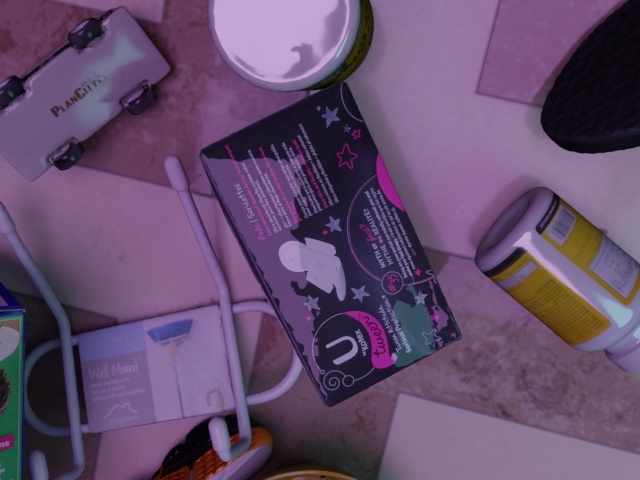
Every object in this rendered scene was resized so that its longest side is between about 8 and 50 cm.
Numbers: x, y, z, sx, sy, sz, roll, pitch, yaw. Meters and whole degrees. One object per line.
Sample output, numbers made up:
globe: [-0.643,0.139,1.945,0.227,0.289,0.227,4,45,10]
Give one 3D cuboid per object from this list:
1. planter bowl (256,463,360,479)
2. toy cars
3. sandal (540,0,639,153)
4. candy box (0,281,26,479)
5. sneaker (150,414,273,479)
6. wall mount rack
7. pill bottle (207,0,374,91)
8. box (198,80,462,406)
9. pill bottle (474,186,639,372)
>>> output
planter bowl: [-0.016,0.317,0.784,0.217,0.090,0.217,-1,109,-3]
toy cars: [-0.229,-0.250,0.698,0.176,0.087,0.394,6,108,-30]
sandal: [0.397,-0.202,0.591,0.445,0.168,0.107,-37,123,15]
candy box: [-0.394,0.185,0.729,0.122,0.268,0.317,-5,106,-36]
sneaker: [-0.142,0.307,0.820,0.262,0.099,0.121,-39,114,12]
wall mount rack: [-0.204,0.091,0.754,0.349,0.130,0.304,-12,81,10]
pill bottle: [-0.014,-0.189,0.620,0.117,0.208,0.118,2,102,8]
box: [0.000,0.000,0.672,0.142,0.163,0.247,-26,98,-5]
pill bottle: [0.249,0.041,0.687,0.184,0.103,0.103,40,105,-2]
